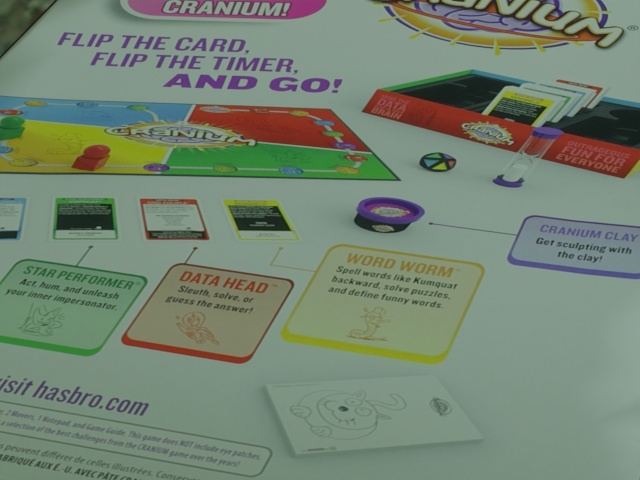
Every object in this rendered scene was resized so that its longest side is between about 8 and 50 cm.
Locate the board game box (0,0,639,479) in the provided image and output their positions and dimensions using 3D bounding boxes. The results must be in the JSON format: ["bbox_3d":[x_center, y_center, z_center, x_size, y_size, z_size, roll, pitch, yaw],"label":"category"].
[{"bbox_3d":[0.000,0.000,0.543,0.242,0.064,0.316,8,35,18],"label":"board game box"}]
